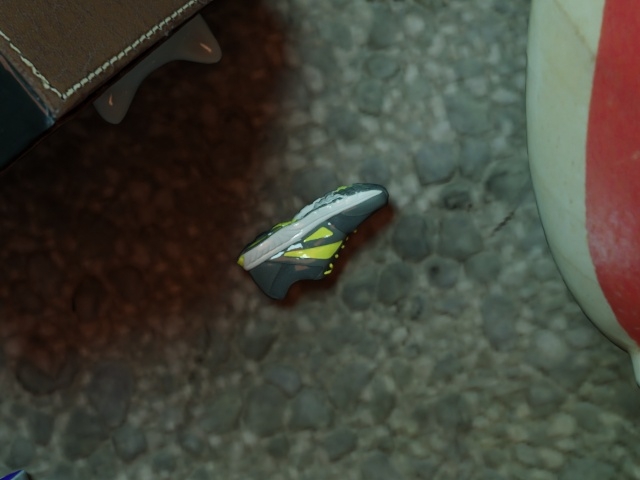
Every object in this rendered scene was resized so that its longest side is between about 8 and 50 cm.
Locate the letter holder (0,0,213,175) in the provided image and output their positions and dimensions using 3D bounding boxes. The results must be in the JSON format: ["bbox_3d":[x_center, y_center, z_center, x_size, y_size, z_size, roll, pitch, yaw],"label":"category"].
[{"bbox_3d":[-0.194,-0.169,0.462,0.152,0.214,0.302,-31,105,33],"label":"letter holder"}]

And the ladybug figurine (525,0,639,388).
[{"bbox_3d":[0.252,-0.127,0.472,0.305,0.162,0.449,20,94,-27],"label":"ladybug figurine"}]

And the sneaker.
[{"bbox_3d":[0.000,0.000,0.587,0.083,0.031,0.035,-29,102,5],"label":"sneaker"}]

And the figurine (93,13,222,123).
[{"bbox_3d":[-0.178,-0.134,0.570,0.215,0.092,0.209,-26,97,0],"label":"figurine"}]

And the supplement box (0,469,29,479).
[{"bbox_3d":[-0.236,0.204,0.547,0.220,0.114,0.111,-19,90,0],"label":"supplement box"}]
